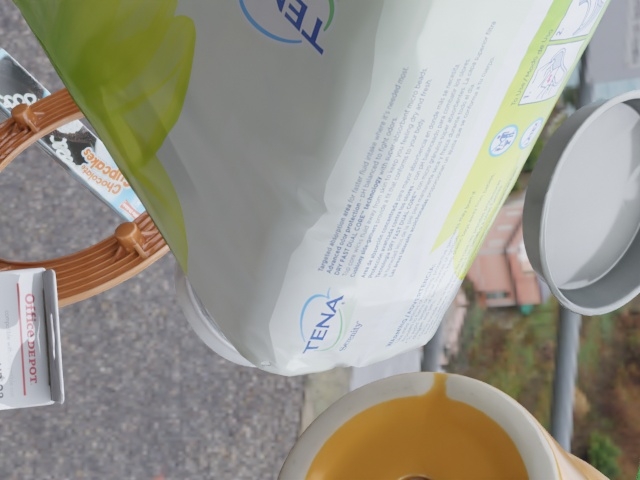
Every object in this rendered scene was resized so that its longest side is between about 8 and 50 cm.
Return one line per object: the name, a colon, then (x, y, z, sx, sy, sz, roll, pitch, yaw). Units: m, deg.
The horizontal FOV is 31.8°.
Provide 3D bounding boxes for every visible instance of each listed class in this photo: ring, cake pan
ring: (-0.241, -0.065, 1.092, 0.032, 0.337, 0.336, 67, 32, -42)
cake pan: (0.361, -0.050, 1.423, 0.293, 0.054, 0.293, -15, 116, -35)

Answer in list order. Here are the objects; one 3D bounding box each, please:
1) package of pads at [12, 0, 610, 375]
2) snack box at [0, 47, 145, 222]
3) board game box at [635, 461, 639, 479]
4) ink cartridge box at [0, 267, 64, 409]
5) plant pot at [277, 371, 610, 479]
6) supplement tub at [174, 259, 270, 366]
package of pads: (-0.026, -0.119, 0.457, 0.101, 0.296, 0.229, -6, 133, -35)
snack box: (-0.368, -0.154, 1.527, 0.060, 0.187, 0.322, -49, 129, -7)
board game box: (0.425, 0.201, 1.288, 0.213, 0.046, 0.317, 45, 59, -53)
ink cartridge box: (-0.250, 0.075, 0.877, 0.060, 0.180, 0.104, -4, 88, -24)
plant pot: (0.066, 0.164, 0.542, 0.188, 0.205, 0.205, 65, 33, -49)
supplement tub: (0.000, 0.000, 1.273, 0.228, 0.316, 0.228, 24, 50, -32)
